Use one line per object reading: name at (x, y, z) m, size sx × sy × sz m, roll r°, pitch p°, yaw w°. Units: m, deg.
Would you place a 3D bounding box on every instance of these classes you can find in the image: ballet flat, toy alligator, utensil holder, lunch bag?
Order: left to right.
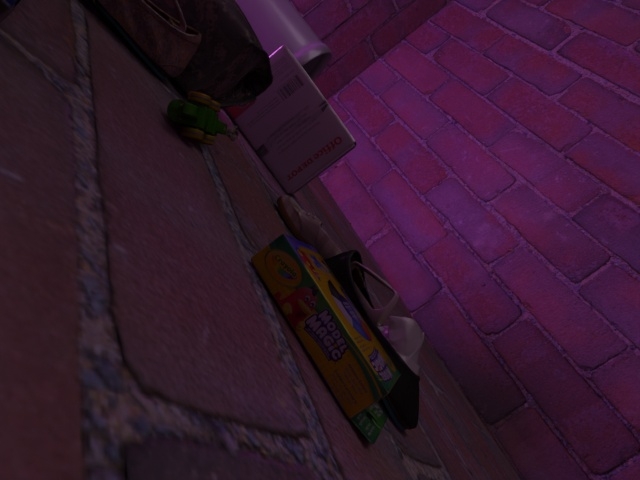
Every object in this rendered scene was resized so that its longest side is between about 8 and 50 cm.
ballet flat at (-0.272, -0.354, 0.584) m, size 0.316 × 0.106 × 0.108 m, roll 43°, pitch 12°, yaw -53°
toy alligator at (-0.163, -0.162, 0.619) m, size 0.051 × 0.056 × 0.189 m, roll 13°, pitch 5°, yaw 5°
lunch bag at (-0.213, -0.381, 0.849) m, size 0.235 × 0.168 × 0.287 m, roll 53°, pitch 12°, yaw -4°
utensil holder at (-0.209, -0.613, 1.385) m, size 0.386 × 0.327 × 0.327 m, roll 50°, pitch 8°, yaw -6°
ballet flat at (0.082, 0.120, 0.650) m, size 0.281 × 0.096 × 0.095 m, roll 58°, pitch 9°, yaw 33°

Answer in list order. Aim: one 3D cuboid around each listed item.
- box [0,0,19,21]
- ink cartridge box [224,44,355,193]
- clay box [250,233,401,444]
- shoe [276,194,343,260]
box at (-0.265, -0.228, 0.309) m, size 0.136 × 0.036 × 0.225 m, roll 47°, pitch 9°, yaw -41°
ink cartridge box at (-0.074, -0.283, 1.107) m, size 0.283 × 0.207 × 0.117 m, roll 54°, pitch 9°, yaw -2°
clay box at (0.019, 0.102, 0.509) m, size 0.222 × 0.053 × 0.127 m, roll 55°, pitch 8°, yaw 15°
shoe at (0.000, 0.000, 0.835) m, size 0.219 × 0.058 × 0.076 m, roll 54°, pitch 7°, yaw 3°
